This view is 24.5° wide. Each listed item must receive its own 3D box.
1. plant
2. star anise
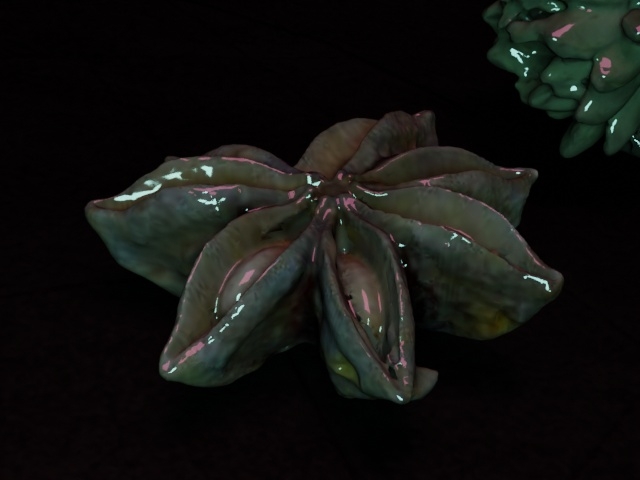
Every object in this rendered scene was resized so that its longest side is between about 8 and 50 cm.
[{"bbox_3d":[0.188,-0.111,0.790,0.194,0.132,0.129,-16,38,-9],"label":"plant"},{"bbox_3d":[0.010,0.008,0.660,0.212,0.073,0.197,-9,37,-15],"label":"star anise"}]
